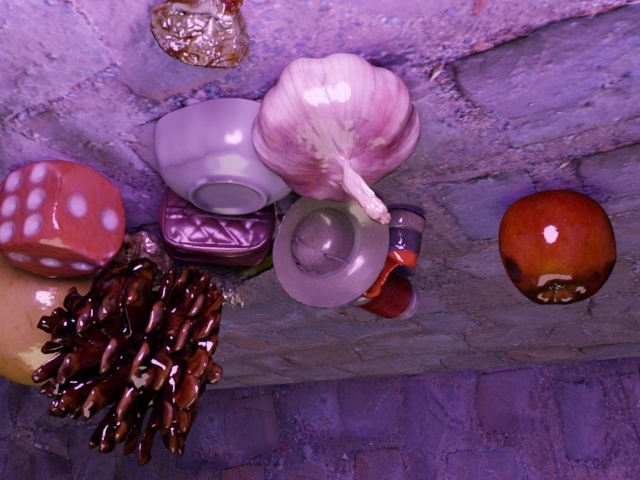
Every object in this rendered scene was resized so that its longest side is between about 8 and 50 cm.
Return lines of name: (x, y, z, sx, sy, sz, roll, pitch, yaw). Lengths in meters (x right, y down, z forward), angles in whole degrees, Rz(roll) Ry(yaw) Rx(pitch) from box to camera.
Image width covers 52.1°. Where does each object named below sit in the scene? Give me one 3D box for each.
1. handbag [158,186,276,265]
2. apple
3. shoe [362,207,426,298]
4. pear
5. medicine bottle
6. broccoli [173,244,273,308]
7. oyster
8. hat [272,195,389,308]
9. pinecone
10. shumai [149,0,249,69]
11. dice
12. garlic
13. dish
handbag: (-0.201, -0.032, 1.275, 0.225, 0.146, 0.135, 5, 161, -6)
apple: (0.469, 0.016, 1.300, 0.230, 0.230, 0.230, 0, 158, 0)
shoe: (0.082, 0.051, 1.442, 0.336, 0.171, 0.132, -17, 153, 35)
pear: (-0.622, 0.154, 1.477, 0.348, 0.348, 0.348, 0, 158, 0)
medicine bottle: (0.153, 0.126, 1.684, 0.131, 0.131, 0.250, -15, 154, 33)
broccoli: (-0.192, 0.066, 1.479, 0.275, 0.198, 0.177, -4, 114, -7)
oyster: (-0.416, 0.064, 1.598, 0.221, 0.096, 0.361, -1, 162, -15)
hat: (0.000, 0.000, 1.330, 0.257, 0.257, 0.130, 12, -174, -27)
pinecone: (-0.361, 0.223, 1.265, 0.398, 0.397, 0.398, 0, 158, 0)
shumai: (-0.137, -0.266, 0.779, 0.124, 0.099, 0.087, 6, 141, -20)
dice: (-0.486, -0.040, 1.223, 0.174, 0.175, 0.179, -9, 153, 22)
garlic: (0.038, -0.120, 0.919, 0.245, 0.253, 0.245, -12, 148, -7)
dish: (-0.151, -0.120, 1.091, 0.256, 0.117, 0.256, 1, 158, 0)
